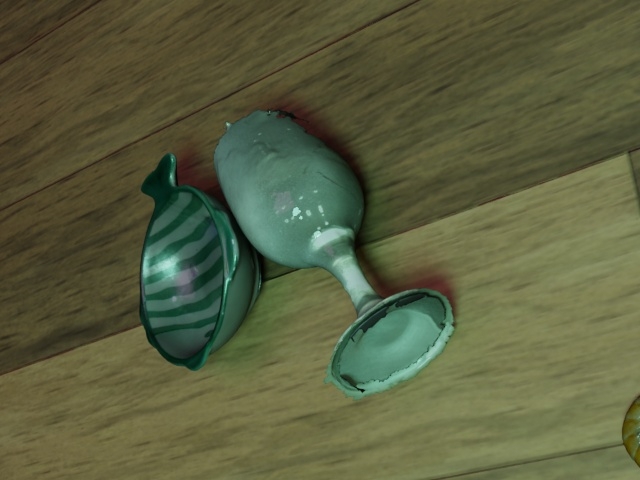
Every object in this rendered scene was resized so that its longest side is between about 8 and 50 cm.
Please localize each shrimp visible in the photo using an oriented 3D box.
[{"bbox_3d":[0.294,0.169,0.809,0.091,0.025,0.127,-40,53,22],"label":"shrimp"}]

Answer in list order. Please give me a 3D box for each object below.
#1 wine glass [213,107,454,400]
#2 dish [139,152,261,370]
[{"bbox_3d":[0.000,0.000,1.023,0.143,0.143,0.321,-48,52,19],"label":"wine glass"},{"bbox_3d":[-0.129,0.026,1.143,0.224,0.078,0.246,-40,58,46],"label":"dish"}]
